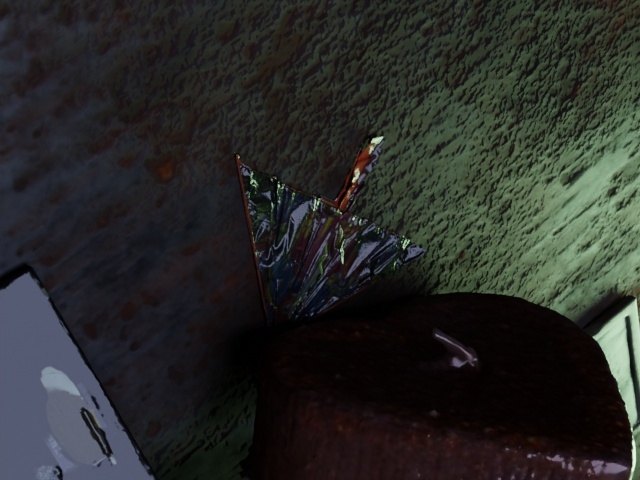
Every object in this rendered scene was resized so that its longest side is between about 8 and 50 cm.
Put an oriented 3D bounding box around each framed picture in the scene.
[{"bbox_3d":[-0.268,0.201,0.770,0.323,0.013,0.244,-34,114,-21],"label":"framed picture"},{"bbox_3d":[0.240,0.212,1.258,0.289,0.016,0.213,-36,133,-18],"label":"framed picture"}]

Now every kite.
[{"bbox_3d":[0.000,0.000,0.931,0.232,0.009,0.189,20,102,-45],"label":"kite"}]

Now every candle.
[{"bbox_3d":[0.114,0.133,0.914,0.316,0.287,0.131,-9,116,-37],"label":"candle"}]
